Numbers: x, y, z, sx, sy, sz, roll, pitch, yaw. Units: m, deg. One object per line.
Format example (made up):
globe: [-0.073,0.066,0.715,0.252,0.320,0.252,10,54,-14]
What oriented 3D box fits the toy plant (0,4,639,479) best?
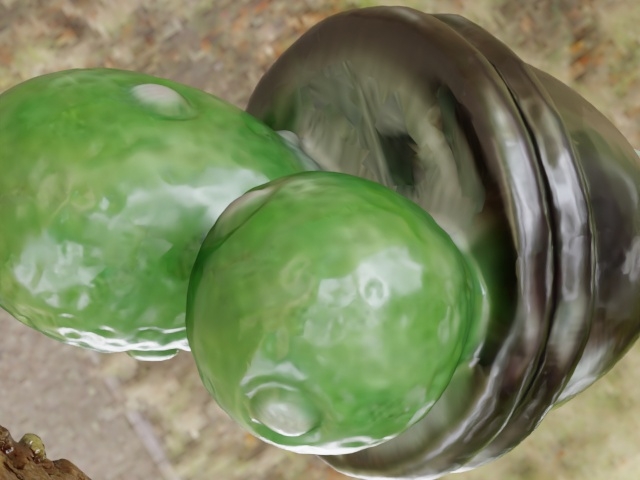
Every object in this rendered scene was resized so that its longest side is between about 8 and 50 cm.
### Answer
toy plant: [0.000,0.000,0.592,0.235,0.218,0.175,-2,109,-38]

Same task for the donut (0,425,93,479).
donut: [-0.202,0.126,0.865,0.085,0.217,0.141,-43,-173,6]

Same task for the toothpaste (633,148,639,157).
toothpaste: [0.241,-0.004,1.157,0.081,0.336,0.067,-47,136,-15]
